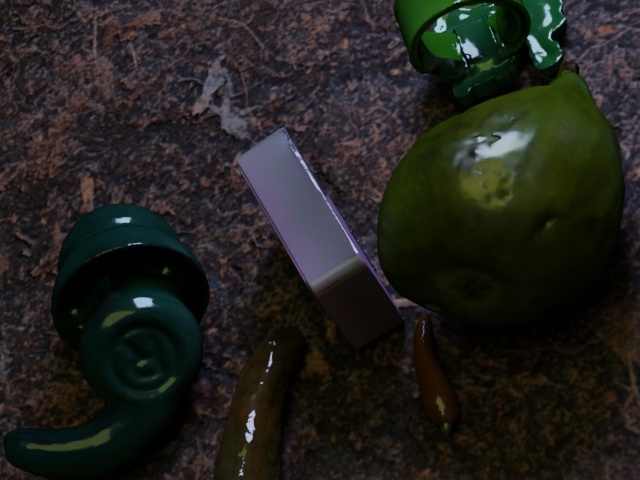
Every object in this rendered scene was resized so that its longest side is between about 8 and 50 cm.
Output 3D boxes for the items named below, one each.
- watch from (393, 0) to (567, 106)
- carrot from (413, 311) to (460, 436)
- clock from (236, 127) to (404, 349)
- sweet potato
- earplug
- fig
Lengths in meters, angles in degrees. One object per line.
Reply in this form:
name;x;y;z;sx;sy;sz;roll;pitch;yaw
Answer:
watch;0.164;-0.240;1.760;0.165;0.152;0.131;-23;54;14
carrot;0.111;0.131;1.659;0.035;0.035;0.142;-23;53;12
clock;0.000;0.000;1.707;0.063;0.150;0.197;-32;56;2
sweet potato;-0.065;0.206;1.680;0.075;0.075;0.273;-5;58;22
earplug;-0.220;0.096;1.780;0.257;0.164;0.280;-54;33;36
fig;0.186;-0.070;1.613;0.233;0.233;0.314;9;74;28
